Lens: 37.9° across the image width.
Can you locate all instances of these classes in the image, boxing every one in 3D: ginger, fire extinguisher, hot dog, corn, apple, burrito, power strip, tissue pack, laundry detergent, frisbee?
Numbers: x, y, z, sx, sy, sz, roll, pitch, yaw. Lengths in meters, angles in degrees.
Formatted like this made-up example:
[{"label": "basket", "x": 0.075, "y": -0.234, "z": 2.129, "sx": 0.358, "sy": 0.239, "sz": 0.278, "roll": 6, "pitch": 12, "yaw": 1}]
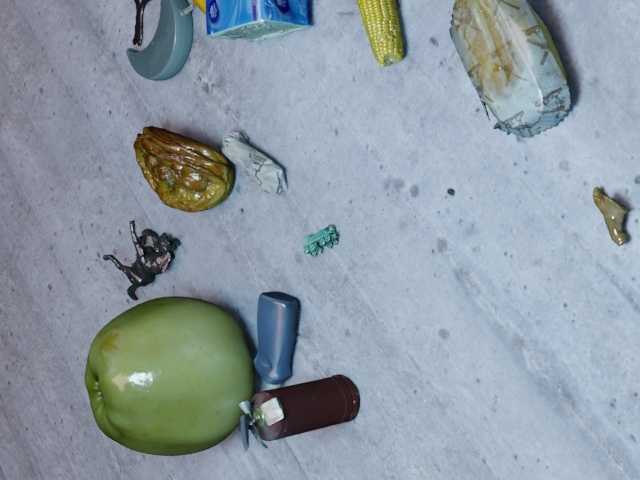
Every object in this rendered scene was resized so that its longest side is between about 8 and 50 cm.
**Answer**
[{"label": "ginger", "x": 0.435, "y": -0.041, "z": 1.377, "sx": 0.048, "sy": 0.030, "sz": 0.097, "roll": 114, "pitch": 139, "yaw": -63}, {"label": "fire extinguisher", "x": -0.048, "y": 0.320, "z": 1.735, "sx": 0.104, "sy": 0.268, "sz": 0.105, "roll": 3, "pitch": 95, "yaw": 46}, {"label": "hot dog", "x": -0.310, "y": -0.160, "z": 2.074, "sx": 0.272, "sy": 0.122, "sz": 0.196, "roll": 27, "pitch": 146, "yaw": 42}, {"label": "corn", "x": 0.103, "y": -0.413, "z": 1.674, "sx": 0.067, "sy": 0.067, "sz": 0.206, "roll": -24, "pitch": 75, "yaw": 45}, {"label": "apple", "x": -0.324, "y": 0.287, "z": 1.982, "sx": 0.357, "sy": 0.357, "sz": 0.358, "roll": 4, "pitch": 95, "yaw": 46}, {"label": "burrito", "x": -0.143, "y": -0.166, "z": 1.957, "sx": 0.203, "sy": 0.064, "sz": 0.064, "roll": 43, "pitch": 122, "yaw": 35}, {"label": "hot dog", "x": 0.298, "y": -0.293, "z": 1.470, "sx": 0.162, "sy": 0.081, "sz": 0.271, "roll": -35, "pitch": 75, "yaw": 51}, {"label": "power strip", "x": -0.362, "y": -0.473, "z": 2.171, "sx": 0.253, "sy": 0.054, "sz": 0.168, "roll": -48, "pitch": 62, "yaw": 38}, {"label": "tissue pack", "x": -0.129, "y": -0.542, "z": 1.854, "sx": 0.198, "sy": 0.146, "sz": 0.264, "roll": -1, "pitch": 93, "yaw": 47}, {"label": "laundry detergent", "x": -0.093, "y": 0.213, "z": 1.928, "sx": 0.096, "sy": 0.061, "sz": 0.207, "roll": 12, "pitch": 102, "yaw": 40}, {"label": "frisbee", "x": -0.440, "y": -0.568, "z": 2.276, "sx": 0.211, "sy": 0.012, "sz": 0.188, "roll": 13, "pitch": 103, "yaw": 44}]

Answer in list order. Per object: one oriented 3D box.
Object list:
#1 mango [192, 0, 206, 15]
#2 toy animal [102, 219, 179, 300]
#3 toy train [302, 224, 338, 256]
[{"label": "mango", "x": -0.233, "y": -0.563, "z": 1.995, "sx": 0.144, "sy": 0.112, "sz": 0.219, "roll": -29, "pitch": 84, "yaw": 43}, {"label": "toy animal", "x": -0.431, "y": 0.047, "z": 2.258, "sx": 0.233, "sy": 0.084, "sz": 0.148, "roll": -47, "pitch": 61, "yaw": 34}, {"label": "toy train", "x": 0.000, "y": 0.000, "z": 1.840, "sx": 0.092, "sy": 0.029, "sz": 0.045, "roll": -30, "pitch": 55, "yaw": 39}]
